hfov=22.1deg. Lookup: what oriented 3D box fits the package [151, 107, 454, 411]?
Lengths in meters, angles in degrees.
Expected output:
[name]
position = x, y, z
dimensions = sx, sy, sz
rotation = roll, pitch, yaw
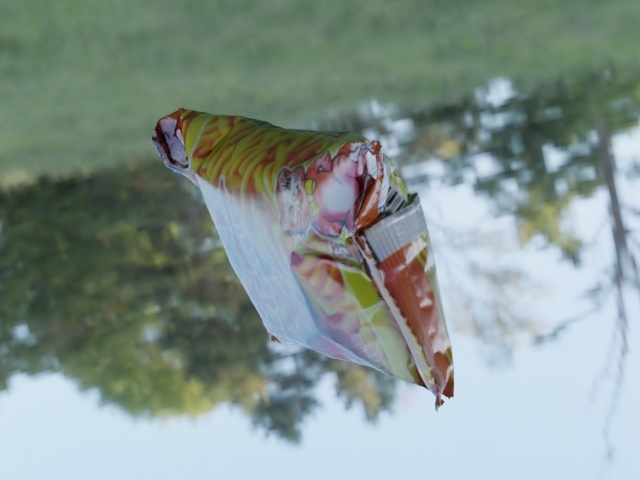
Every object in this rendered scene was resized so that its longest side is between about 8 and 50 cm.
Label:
[package]
position = 0.002, 0.006, 1.234
dimensions = 0.108, 0.223, 0.288
rotation = -30, -156, -23
